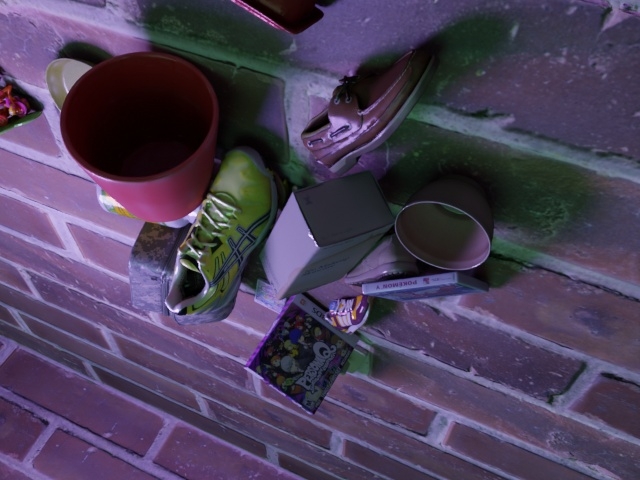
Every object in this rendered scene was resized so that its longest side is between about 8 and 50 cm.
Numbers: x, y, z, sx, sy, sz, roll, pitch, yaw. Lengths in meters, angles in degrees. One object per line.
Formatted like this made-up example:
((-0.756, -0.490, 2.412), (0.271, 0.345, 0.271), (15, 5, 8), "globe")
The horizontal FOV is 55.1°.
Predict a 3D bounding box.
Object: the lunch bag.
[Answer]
((-0.315, 0.071, 1.507), (0.256, 0.212, 0.305), (17, 146, -5), "lunch bag")

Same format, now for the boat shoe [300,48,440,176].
((0.059, -0.201, 0.951), (0.104, 0.110, 0.307), (36, 145, -10), "boat shoe")

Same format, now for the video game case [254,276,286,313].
((-0.132, 0.148, 1.630), (0.087, 0.011, 0.122), (26, 146, 6), "video game case")

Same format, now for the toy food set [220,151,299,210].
((-0.120, -0.114, 1.270), (0.192, 0.038, 0.132), (27, 139, 15), "toy food set")

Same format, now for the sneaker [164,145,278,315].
((-0.198, -0.003, 1.222), (0.145, 0.147, 0.384), (27, 113, 16), "sneaker")

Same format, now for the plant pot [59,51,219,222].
((-0.315, -0.171, 1.157), (0.275, 0.274, 0.243), (25, 157, 8), "plant pot")

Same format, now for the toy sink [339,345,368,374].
((-0.015, 0.327, 1.665), (0.234, 0.131, 0.152), (28, 147, 2), "toy sink")

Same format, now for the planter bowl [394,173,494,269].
((0.220, -0.043, 1.035), (0.162, 0.109, 0.162), (20, 145, 14), "planter bowl")

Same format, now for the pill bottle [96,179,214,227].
((-0.350, -0.104, 1.348), (0.246, 0.136, 0.136), (12, 142, 15), "pill bottle")

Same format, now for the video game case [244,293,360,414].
((-0.042, 0.280, 1.536), (0.210, 0.232, 0.042), (39, 160, -11), "video game case")

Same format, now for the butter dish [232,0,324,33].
((-0.058, -0.368, 0.819), (0.160, 0.160, 0.118), (32, 123, -2), "butter dish")

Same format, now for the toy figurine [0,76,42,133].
((-0.755, -0.333, 1.404), (0.173, 0.130, 0.159), (-12, 122, 17), "toy figurine")

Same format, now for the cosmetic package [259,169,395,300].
((0.000, 0.000, 1.159), (0.113, 0.160, 0.309), (66, 158, 13), "cosmetic package")

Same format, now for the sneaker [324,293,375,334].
((0.065, 0.167, 1.456), (0.084, 0.069, 0.185), (26, 145, -3), "sneaker")

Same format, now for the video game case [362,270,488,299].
((0.205, 0.092, 1.170), (0.184, 0.023, 0.201), (-10, 165, 28), "video game case")

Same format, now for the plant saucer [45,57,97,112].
((-0.466, -0.288, 1.294), (0.241, 0.037, 0.240), (19, 145, 14), "plant saucer")

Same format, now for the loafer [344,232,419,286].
((0.126, 0.046, 1.240), (0.102, 0.091, 0.268), (12, 167, -17), "loafer")
